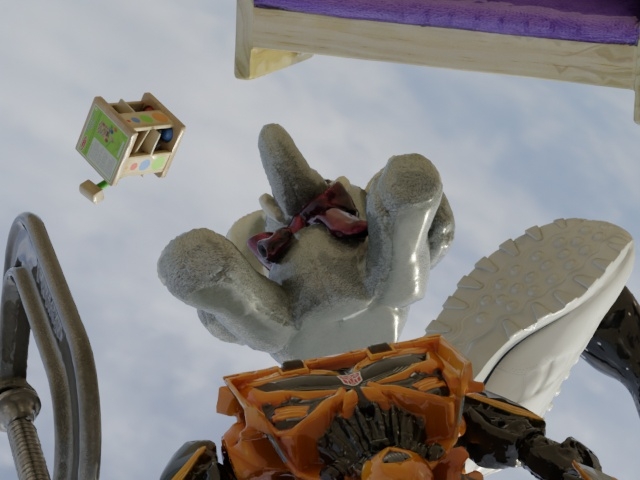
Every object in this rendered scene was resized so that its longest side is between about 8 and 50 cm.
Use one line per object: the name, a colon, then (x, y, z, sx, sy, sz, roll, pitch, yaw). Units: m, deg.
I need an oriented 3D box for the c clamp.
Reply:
c clamp: (-0.097, 0.072, 0.501, 0.022, 0.137, 0.161, -3, -144, -20)

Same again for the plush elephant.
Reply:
plush elephant: (0.000, 0.000, 1.492, 0.330, 0.271, 0.255, 61, -174, -45)

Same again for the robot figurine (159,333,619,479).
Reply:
robot figurine: (0.041, 0.126, 0.578, 0.211, 0.085, 0.291, -10, -153, -14)

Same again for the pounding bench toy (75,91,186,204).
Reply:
pounding bench toy: (-0.156, -0.070, 1.186, 0.065, 0.083, 0.052, -11, -134, -48)

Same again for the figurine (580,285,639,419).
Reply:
figurine: (0.334, 0.084, 1.215, 0.209, 0.215, 0.092, 54, -177, 37)

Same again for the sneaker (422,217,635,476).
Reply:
sneaker: (0.126, 0.081, 0.975, 0.090, 0.235, 0.095, 28, 157, 55)

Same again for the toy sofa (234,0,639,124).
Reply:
toy sofa: (0.115, -0.208, 1.180, 0.362, 0.177, 0.150, 9, -161, 20)
